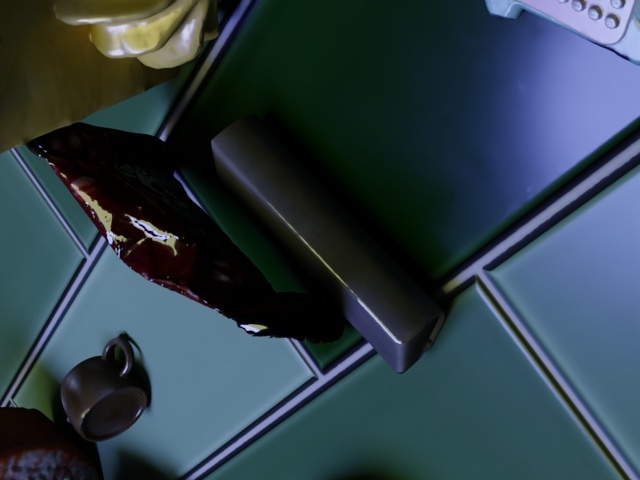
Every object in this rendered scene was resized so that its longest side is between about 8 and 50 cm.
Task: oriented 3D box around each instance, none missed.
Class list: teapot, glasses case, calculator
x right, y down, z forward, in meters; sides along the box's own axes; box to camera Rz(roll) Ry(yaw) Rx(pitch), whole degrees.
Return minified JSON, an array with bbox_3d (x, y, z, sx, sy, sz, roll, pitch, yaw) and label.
[{"bbox_3d":[-0.215,0.142,1.070,0.068,0.076,0.121,45,117,33],"label":"teapot"},{"bbox_3d":[0.001,0.001,0.715,0.190,0.042,0.072,47,159,16],"label":"glasses case"},{"bbox_3d":[0.104,-0.136,0.504,0.141,0.019,0.094,35,142,29],"label":"calculator"}]

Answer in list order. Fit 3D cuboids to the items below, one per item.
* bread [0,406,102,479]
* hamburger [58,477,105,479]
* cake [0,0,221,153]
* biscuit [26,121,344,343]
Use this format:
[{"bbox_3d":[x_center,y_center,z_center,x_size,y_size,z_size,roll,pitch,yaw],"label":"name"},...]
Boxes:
[{"bbox_3d":[-0.394,0.326,1.220,0.114,0.328,0.295,32,97,30],"label":"bread"},{"bbox_3d":[-0.222,0.378,1.131,0.274,0.212,0.274,34,143,31],"label":"hamburger"},{"bbox_3d":[-0.220,-0.179,0.692,0.286,0.227,0.222,17,130,46],"label":"cake"},{"bbox_3d":[-0.089,0.000,0.749,0.235,0.063,0.151,42,-174,20],"label":"biscuit"}]
